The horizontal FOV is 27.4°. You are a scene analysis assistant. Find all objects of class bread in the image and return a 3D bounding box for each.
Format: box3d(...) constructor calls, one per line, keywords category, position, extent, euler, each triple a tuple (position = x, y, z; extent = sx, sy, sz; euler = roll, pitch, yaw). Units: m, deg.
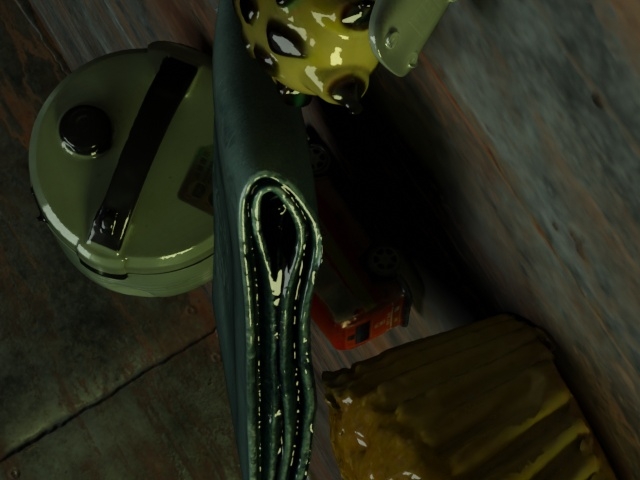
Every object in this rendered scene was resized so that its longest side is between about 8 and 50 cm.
box3d(category="bread", position=(0.103, 0.162, 0.796), extent=(0.240, 0.139, 0.240), euler=(57, 170, 16))

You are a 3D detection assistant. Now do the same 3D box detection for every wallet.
box3d(category="wallet", position=(-0.043, 0.003, 0.873), extent=(0.251, 0.054, 0.290), euler=(-102, 12, -50))

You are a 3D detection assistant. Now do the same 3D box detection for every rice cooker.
box3d(category="rice cooker", position=(-0.160, -0.062, 1.254), extent=(0.226, 0.226, 0.244), euler=(58, 171, 11))

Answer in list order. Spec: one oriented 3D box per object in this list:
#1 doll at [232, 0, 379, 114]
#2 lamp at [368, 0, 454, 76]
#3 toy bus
box3d(category="doll", position=(-0.042, -0.167, 0.735), extent=(0.291, 0.086, 0.117), euler=(51, 133, 45))
box3d(category="lamp", position=(-0.018, -0.154, 0.614), extent=(0.198, 0.056, 0.050), euler=(42, -173, 27))
box3d(category="toy bus", position=(0.000, 0.000, 1.012), extent=(0.174, 0.077, 0.079), euler=(56, 169, 20))
